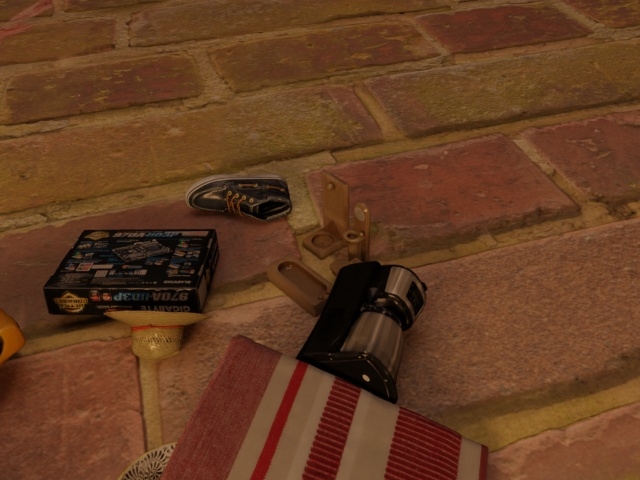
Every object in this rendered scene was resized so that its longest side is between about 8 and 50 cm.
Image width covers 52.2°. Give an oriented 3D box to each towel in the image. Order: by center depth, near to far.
[{"bbox_3d":[0.015,0.248,0.687,0.329,0.037,0.237,24,40,1],"label":"towel"}]

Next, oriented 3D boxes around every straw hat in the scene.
[{"bbox_3d":[-0.221,0.131,0.884,0.144,0.144,0.061,0,79,2],"label":"straw hat"}]

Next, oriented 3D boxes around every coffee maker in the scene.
[{"bbox_3d":[0.038,0.115,0.855,0.171,0.120,0.178,11,40,16],"label":"coffee maker"}]

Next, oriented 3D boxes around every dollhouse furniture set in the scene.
[{"bbox_3d":[0.000,0.000,0.993,0.151,0.123,0.144,-30,47,-30],"label":"dollhouse furniture set"}]

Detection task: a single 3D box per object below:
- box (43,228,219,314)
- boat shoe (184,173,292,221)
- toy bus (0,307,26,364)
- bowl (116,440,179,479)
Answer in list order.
[{"bbox_3d":[-0.276,0.044,0.985,0.220,0.051,0.175,0,29,1],"label":"box"},{"bbox_3d":[-0.141,-0.071,1.130,0.183,0.065,0.083,-9,38,-10],"label":"boat shoe"},{"bbox_3d":[-0.511,0.202,0.758,0.108,0.130,0.332,26,46,31],"label":"toy bus"},{"bbox_3d":[-0.134,0.296,0.655,0.170,0.080,0.170,13,41,-12],"label":"bowl"}]
